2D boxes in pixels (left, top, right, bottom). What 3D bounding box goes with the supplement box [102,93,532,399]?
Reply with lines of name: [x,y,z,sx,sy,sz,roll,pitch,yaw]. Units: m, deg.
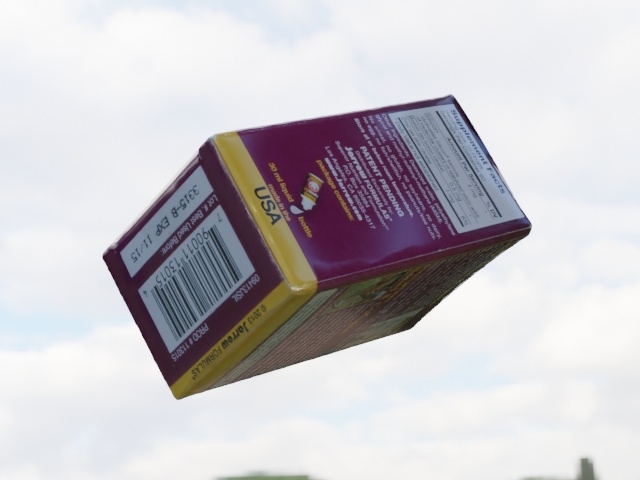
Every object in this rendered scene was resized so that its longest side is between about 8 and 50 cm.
supplement box: [0.000,0.000,0.405,0.083,0.043,0.055,-13,-22,-44]
